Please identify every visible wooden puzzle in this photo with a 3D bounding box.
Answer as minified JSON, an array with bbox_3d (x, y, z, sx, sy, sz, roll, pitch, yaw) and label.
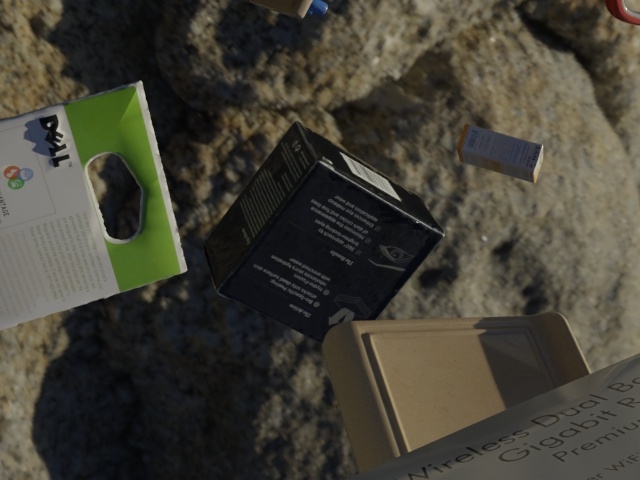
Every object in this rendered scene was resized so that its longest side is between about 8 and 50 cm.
[{"bbox_3d":[0.137,0.162,1.043,0.238,0.221,0.044,-3,141,-20],"label":"wooden puzzle"}]

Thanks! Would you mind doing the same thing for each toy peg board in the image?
[{"bbox_3d":[-0.003,-0.382,1.705,0.079,0.161,0.161,26,94,-31],"label":"toy peg board"}]

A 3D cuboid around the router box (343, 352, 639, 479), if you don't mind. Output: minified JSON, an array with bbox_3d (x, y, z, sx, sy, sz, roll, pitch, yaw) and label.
[{"bbox_3d":[0.037,0.126,0.211,0.335,0.301,0.082,-19,99,-21],"label":"router box"}]

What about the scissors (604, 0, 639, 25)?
[{"bbox_3d":[0.198,-0.216,0.934,0.297,0.021,0.109,-9,121,-32],"label":"scissors"}]

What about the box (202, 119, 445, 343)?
[{"bbox_3d":[0.000,0.000,1.128,0.156,0.093,0.158,29,107,-29],"label":"box"}]

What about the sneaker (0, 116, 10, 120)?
[{"bbox_3d":[-0.503,-0.080,1.616,0.286,0.109,0.130,-52,144,-31],"label":"sneaker"}]

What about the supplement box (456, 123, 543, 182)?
[{"bbox_3d":[0.219,-0.106,1.468,0.062,0.098,0.036,48,61,-75],"label":"supplement box"}]

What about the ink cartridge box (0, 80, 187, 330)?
[{"bbox_3d":[-0.240,-0.031,0.850,0.255,0.097,0.189,-16,134,-9],"label":"ink cartridge box"}]
